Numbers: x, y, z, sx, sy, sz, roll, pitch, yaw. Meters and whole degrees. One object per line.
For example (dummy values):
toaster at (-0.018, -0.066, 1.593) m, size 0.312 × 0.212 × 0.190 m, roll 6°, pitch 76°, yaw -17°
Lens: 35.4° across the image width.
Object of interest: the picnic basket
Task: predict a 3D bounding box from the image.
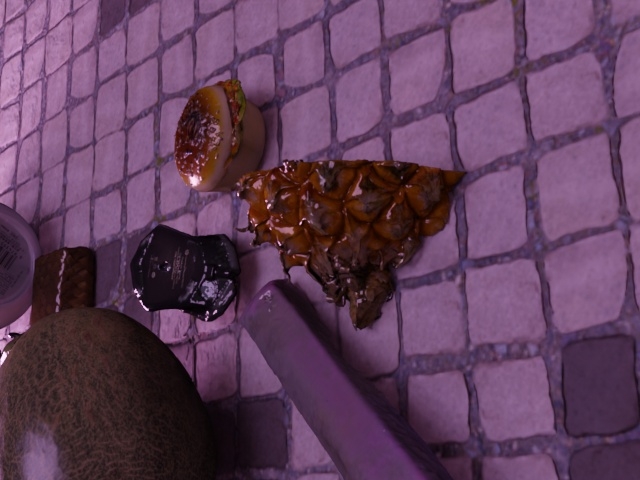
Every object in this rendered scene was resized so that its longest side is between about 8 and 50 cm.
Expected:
picnic basket at (-0.369, 0.104, 1.414) m, size 0.110 × 0.055 × 0.193 m, roll -15°, pitch 71°, yaw 45°

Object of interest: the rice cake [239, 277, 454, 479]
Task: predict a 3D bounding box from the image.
rice cake at (0.017, 0.148, 0.926) m, size 0.070 × 0.064 × 0.399 m, roll -55°, pitch 35°, yaw 9°

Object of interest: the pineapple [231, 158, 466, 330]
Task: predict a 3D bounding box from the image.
pineapple at (-0.004, 0.000, 0.975) m, size 0.250 × 0.140 × 0.164 m, roll 6°, pitch 86°, yaw 46°

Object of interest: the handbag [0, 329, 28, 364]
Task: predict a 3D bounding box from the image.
handbag at (-0.439, 0.164, 1.480) m, size 0.111 × 0.047 × 0.072 m, roll -38°, pitch 55°, yaw 39°

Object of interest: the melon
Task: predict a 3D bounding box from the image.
melon at (-0.243, 0.216, 1.100) m, size 0.248 × 0.249 × 0.329 m, roll -53°, pitch 38°, yaw 25°

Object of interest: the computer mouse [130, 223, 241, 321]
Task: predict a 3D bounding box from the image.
computer mouse at (-0.153, 0.039, 1.184) m, size 0.192 × 0.062 × 0.105 m, roll 6°, pitch 84°, yaw 43°

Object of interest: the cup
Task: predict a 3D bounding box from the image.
cup at (-0.574, 0.048, 1.541) m, size 0.317 × 0.212 × 0.212 m, roll -11°, pitch 72°, yaw 45°

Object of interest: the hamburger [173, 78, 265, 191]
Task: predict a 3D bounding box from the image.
hamburger at (-0.122, -0.122, 1.173) m, size 0.141 × 0.082 × 0.126 m, roll -35°, pitch 56°, yaw 39°
